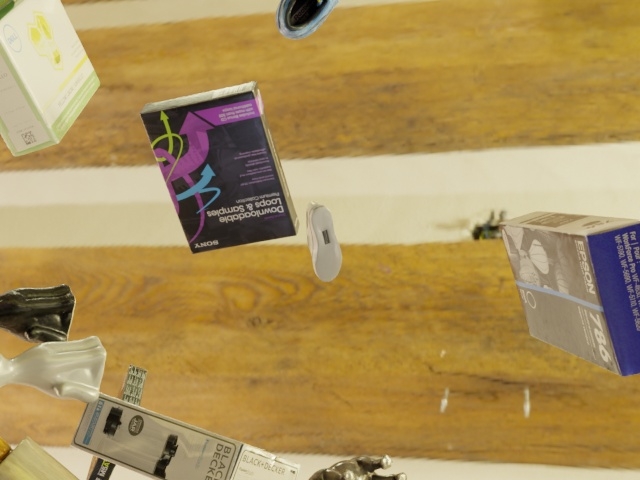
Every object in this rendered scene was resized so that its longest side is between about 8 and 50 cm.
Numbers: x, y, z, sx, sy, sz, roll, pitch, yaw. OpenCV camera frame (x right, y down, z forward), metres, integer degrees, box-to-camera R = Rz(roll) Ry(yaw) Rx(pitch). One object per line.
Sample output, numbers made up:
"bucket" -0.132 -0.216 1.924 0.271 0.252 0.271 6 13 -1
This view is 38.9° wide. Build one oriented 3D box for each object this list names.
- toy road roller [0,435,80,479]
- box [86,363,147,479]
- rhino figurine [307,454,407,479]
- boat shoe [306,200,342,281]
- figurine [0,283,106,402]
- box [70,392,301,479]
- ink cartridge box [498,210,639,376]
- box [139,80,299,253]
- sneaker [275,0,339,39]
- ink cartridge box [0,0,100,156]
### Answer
"toy road roller" -0.431 0.412 1.089 0.202 0.240 0.329 43 -122 -5
"box" -0.398 0.366 1.766 0.045 0.184 0.190 20 -160 -12
"rhino figurine" 0.022 0.404 1.475 0.243 0.073 0.106 -6 171 -43
"boat shoe" 0.000 0.000 1.064 0.035 0.100 0.035 -19 -151 -13
"figurine" -0.435 0.147 1.276 0.209 0.092 0.215 4 -150 -40
"box" -0.195 0.310 1.306 0.290 0.169 0.087 10 -107 32
"ink cartridge box" 0.311 0.055 1.051 0.065 0.165 0.333 -17 -175 -9
"box" -0.096 -0.068 0.892 0.116 0.162 0.029 -10 -149 12
"sneaker" 0.015 -0.356 1.206 0.209 0.069 0.082 -53 -169 7
"ink cartridge box" -0.306 -0.219 0.870 0.056 0.235 0.171 -16 -153 11
